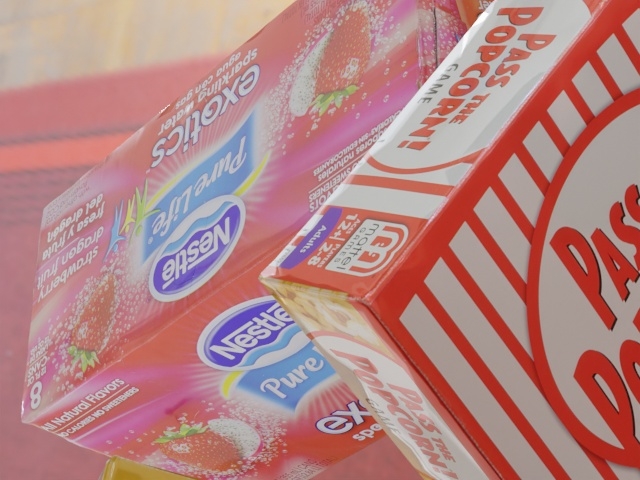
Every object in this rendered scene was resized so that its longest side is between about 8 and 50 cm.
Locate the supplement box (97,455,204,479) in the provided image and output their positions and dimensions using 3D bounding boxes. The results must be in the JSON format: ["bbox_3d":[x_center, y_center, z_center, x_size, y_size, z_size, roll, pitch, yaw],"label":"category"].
[{"bbox_3d":[-0.023,0.180,0.357,0.191,0.129,0.194,123,161,-53],"label":"supplement box"}]

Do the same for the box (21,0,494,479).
[{"bbox_3d":[0.000,0.000,0.735,0.257,0.128,0.122,-34,42,38],"label":"box"}]

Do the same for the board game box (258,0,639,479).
[{"bbox_3d":[0.090,0.025,0.485,0.045,0.193,0.147,9,55,53],"label":"board game box"}]
